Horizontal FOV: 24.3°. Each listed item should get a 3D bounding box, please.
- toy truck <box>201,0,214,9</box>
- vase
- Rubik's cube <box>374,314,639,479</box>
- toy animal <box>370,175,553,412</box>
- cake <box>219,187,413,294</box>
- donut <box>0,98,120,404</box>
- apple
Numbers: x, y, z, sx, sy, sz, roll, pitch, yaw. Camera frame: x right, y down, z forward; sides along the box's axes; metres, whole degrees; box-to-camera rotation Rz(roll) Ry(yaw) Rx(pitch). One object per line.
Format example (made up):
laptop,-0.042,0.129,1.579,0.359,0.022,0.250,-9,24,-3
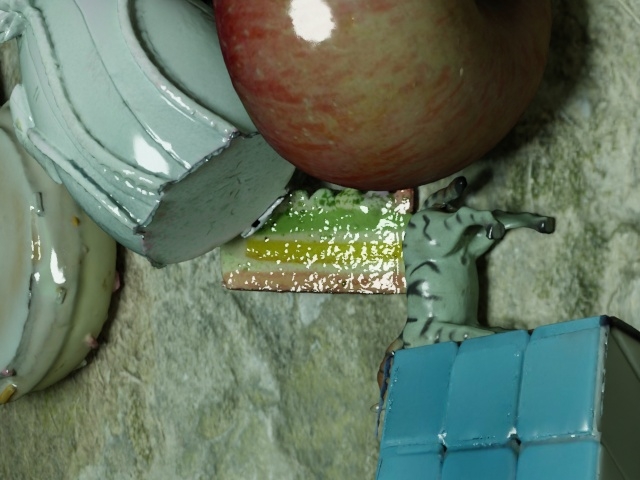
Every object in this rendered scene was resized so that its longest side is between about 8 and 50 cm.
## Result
toy truck,-0.188,-0.264,1.682,0.184,0.133,0.338,21,106,34
vase,-0.214,-0.193,1.495,0.445,0.250,0.250,52,123,23
Rubik's cube,0.190,0.209,1.166,0.224,0.221,0.231,-14,57,44
toy animal,0.128,0.073,1.374,0.170,0.090,0.255,25,103,47
cake,0.010,0.002,1.529,0.225,0.090,0.109,-1,85,27
donut,-0.390,0.019,1.857,0.382,0.142,0.382,-4,84,45
apple,0.060,-0.217,1.305,0.269,0.345,0.345,-4,84,22
